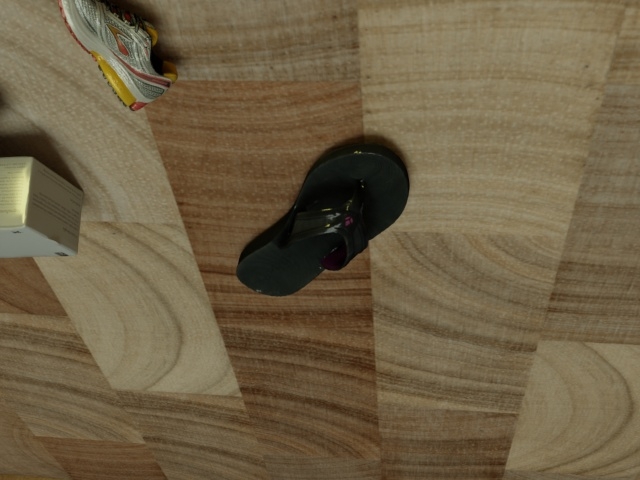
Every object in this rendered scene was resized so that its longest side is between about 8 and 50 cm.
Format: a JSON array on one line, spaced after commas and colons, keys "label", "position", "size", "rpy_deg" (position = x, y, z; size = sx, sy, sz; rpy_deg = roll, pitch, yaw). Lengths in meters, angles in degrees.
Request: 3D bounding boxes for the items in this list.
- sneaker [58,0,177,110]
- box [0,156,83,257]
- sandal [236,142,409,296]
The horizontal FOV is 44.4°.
[{"label": "sneaker", "position": [-0.270, -0.282, 1.039], "size": [0.093, 0.088, 0.225], "rpy_deg": [-25, 135, 8]}, {"label": "box", "position": [-0.513, -0.049, 1.282], "size": [0.182, 0.119, 0.181], "rpy_deg": [-2, 165, 9]}, {"label": "sandal", "position": [0.001, 0.002, 1.317], "size": [0.168, 0.107, 0.446], "rpy_deg": [23, 139, -19]}]
